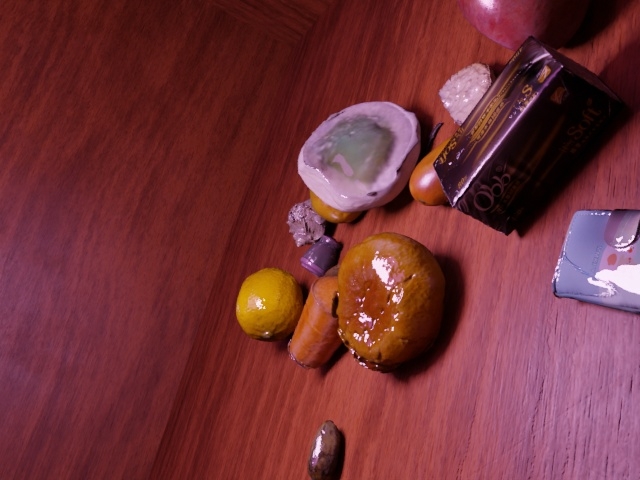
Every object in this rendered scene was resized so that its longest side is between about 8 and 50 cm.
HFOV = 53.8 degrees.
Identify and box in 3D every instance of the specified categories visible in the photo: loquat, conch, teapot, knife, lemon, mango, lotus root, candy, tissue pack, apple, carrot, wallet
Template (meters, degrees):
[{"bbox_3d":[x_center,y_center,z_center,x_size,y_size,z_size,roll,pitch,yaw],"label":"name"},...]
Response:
[{"bbox_3d":[0.079,-0.167,2.164,0.246,0.213,0.213,-10,58,52],"label":"loquat"},{"bbox_3d":[-0.032,-0.088,2.365,0.178,0.163,0.245,8,64,36],"label":"conch"},{"bbox_3d":[0.014,0.058,2.236,0.116,0.148,0.146,30,83,34],"label":"teapot"},{"bbox_3d":[0.316,-0.258,1.919,0.045,0.021,0.222,13,79,66],"label":"knife"},{"bbox_3d":[-0.182,0.229,2.303,0.245,0.245,0.320,-50,24,36],"label":"lemon"},{"bbox_3d":[0.330,-0.185,1.671,0.221,0.120,0.151,-47,26,26],"label":"mango"},{"bbox_3d":[0.013,0.571,1.692,0.089,0.080,0.179,122,166,-60],"label":"lotus root"},{"bbox_3d":[0.141,-0.273,2.001,0.386,0.186,0.427,25,67,31],"label":"candy"},{"bbox_3d":[0.428,-0.214,1.352,0.370,0.198,0.210,-56,25,29],"label":"tissue pack"},{"bbox_3d":[0.482,-0.599,1.460,0.345,0.345,0.269,-96,28,-53],"label":"apple"},{"bbox_3d":[0.105,0.095,2.002,0.342,0.070,0.070,-22,48,60],"label":"carrot"},{"bbox_3d":[0.024,0.259,1.921,0.196,0.196,0.254,-97,26,-54],"label":"carrot"},{"bbox_3d":[0.513,0.033,1.058,0.250,0.075,0.176,11,81,68],"label":"wallet"}]

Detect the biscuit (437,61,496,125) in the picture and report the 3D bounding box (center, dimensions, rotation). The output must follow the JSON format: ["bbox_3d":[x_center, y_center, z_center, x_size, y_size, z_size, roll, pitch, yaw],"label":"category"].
[{"bbox_3d":[0.413,-0.411,1.756,0.179,0.084,0.281,-59,21,21],"label":"biscuit"}]

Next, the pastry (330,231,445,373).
[{"bbox_3d":[0.165,0.150,1.586,0.356,0.164,0.356,-18,68,54],"label":"pastry"}]

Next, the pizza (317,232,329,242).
[{"bbox_3d":[-0.008,0.007,2.414,0.100,0.029,0.099,-63,20,6],"label":"pizza"}]
